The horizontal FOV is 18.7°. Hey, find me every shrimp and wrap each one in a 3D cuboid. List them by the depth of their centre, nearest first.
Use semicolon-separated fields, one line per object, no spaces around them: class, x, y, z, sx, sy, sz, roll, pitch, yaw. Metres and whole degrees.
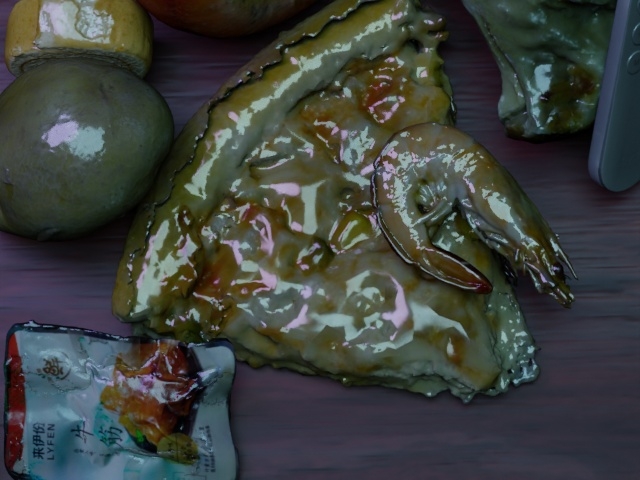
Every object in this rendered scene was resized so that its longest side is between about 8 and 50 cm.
shrimp;0.142;-0.010;1.826;0.133;0.053;0.236;-41;81;-18

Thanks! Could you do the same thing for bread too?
bread;-0.240;-0.204;1.927;0.149;0.122;0.073;2;73;3

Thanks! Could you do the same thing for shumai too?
shumai;0.186;-0.221;1.877;0.260;0.225;0.222;30;98;26

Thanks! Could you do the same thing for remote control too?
remote control;0.299;-0.158;1.830;0.077;0.245;0.022;-15;35;-33

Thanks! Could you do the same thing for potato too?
potato;-0.248;-0.085;1.870;0.235;0.178;0.160;-23;111;27

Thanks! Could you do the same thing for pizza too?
pizza;-0.023;-0.022;1.893;0.392;0.080;0.435;-16;75;-1

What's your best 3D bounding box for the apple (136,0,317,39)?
apple;-0.084;-0.333;1.888;0.272;0.251;0.206;-46;62;9

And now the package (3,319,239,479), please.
package;-0.189;0.164;1.853;0.232;0.040;0.166;5;103;2
